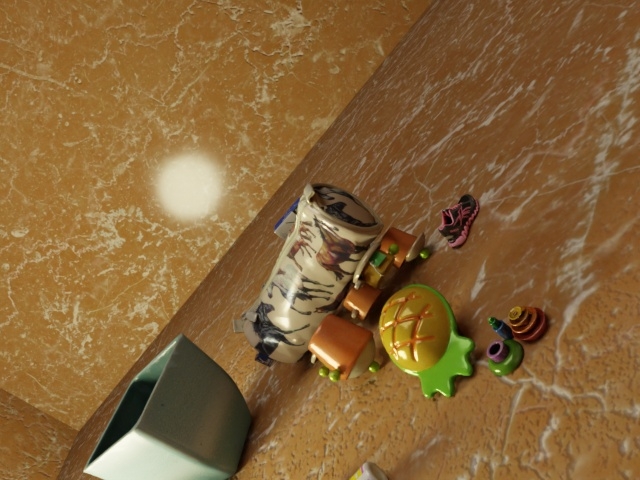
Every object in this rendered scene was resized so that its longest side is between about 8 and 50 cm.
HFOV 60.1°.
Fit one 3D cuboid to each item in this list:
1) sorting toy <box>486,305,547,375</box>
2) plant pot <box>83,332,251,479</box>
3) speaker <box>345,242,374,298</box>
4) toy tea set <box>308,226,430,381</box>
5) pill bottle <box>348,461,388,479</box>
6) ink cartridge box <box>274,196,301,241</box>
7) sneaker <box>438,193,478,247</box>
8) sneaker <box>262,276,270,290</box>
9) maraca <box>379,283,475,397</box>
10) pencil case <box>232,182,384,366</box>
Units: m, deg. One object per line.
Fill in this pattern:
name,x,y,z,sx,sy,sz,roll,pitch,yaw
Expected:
sorting toy,0.240,0.120,0.709,0.102,0.042,0.061,-52,17,4
plant pot,-0.300,0.409,1.197,0.247,0.252,0.248,-41,20,32
speaker,0.076,0.065,1.241,0.136,0.055,0.055,-59,18,-23
toy tea set,0.105,0.121,1.018,0.336,0.124,0.200,-57,-13,-5
pill bottle,0.052,0.345,0.751,0.083,0.043,0.043,-50,17,9
ink cartridge box,0.000,0.000,1.307,0.097,0.207,0.046,-48,17,15
sneaker,0.247,-0.047,1.007,0.047,0.057,0.119,-33,24,53
sneaker,-0.108,0.164,1.411,0.110,0.122,0.283,-37,23,43
maraca,0.153,0.143,0.812,0.127,0.099,0.186,-58,39,19
pencil case,-0.030,0.072,1.112,0.411,0.183,0.160,-63,33,33
